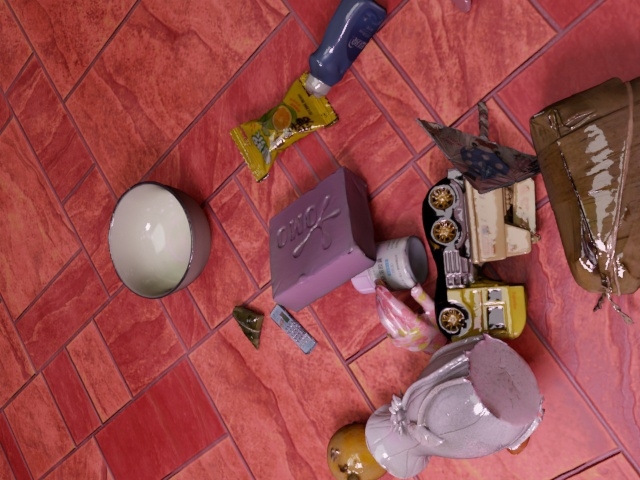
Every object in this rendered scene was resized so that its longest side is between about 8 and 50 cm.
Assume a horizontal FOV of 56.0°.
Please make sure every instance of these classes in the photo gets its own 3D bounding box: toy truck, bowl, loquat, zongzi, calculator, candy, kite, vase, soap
[{"bbox_3d":[0.374,0.033,1.382,0.254,0.180,0.405,-5,87,23],"label":"toy truck"},{"bbox_3d":[-0.464,-0.004,1.854,0.354,0.185,0.354,1,93,30],"label":"bowl"},{"bbox_3d":[0.098,0.559,1.558,0.172,0.204,0.149,-4,109,19],"label":"loquat"},{"bbox_3d":[0.692,-0.097,1.163,0.467,0.218,0.500,-16,85,30],"label":"zongzi"},{"bbox_3d":[-0.081,0.257,1.745,0.172,0.018,0.057,44,111,22],"label":"calculator"},{"bbox_3d":[-0.105,-0.319,1.696,0.297,0.081,0.187,-33,76,13],"label":"candy"},{"bbox_3d":[0.368,-0.209,1.349,0.335,0.314,0.011,18,141,-3],"label":"kite"},{"bbox_3d":[-0.224,0.261,1.809,0.109,0.055,0.119,20,113,30],"label":"zongzi"},{"bbox_3d":[0.279,0.395,1.358,0.250,0.250,0.445,56,140,16],"label":"vase"},{"bbox_3d":[0.000,0.000,1.560,0.296,0.107,0.285,-36,43,30],"label":"soap"}]

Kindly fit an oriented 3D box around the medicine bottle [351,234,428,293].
[{"bbox_3d":[0.171,0.065,1.523,0.168,0.135,0.135,-11,87,34],"label":"medicine bottle"}]

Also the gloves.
[{"bbox_3d":[0.210,0.186,1.455,0.145,0.241,0.126,-14,53,46],"label":"gloves"}]

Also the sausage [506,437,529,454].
[{"bbox_3d":[0.433,0.411,1.423,0.089,0.089,0.179,-28,82,28],"label":"sausage"}]

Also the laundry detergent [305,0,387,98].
[{"bbox_3d":[0.051,-0.498,1.562,0.094,0.143,0.290,42,115,18],"label":"laundry detergent"}]

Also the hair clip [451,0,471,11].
[{"bbox_3d":[0.319,-0.610,1.403,0.123,0.138,0.102,49,119,11],"label":"hair clip"}]
